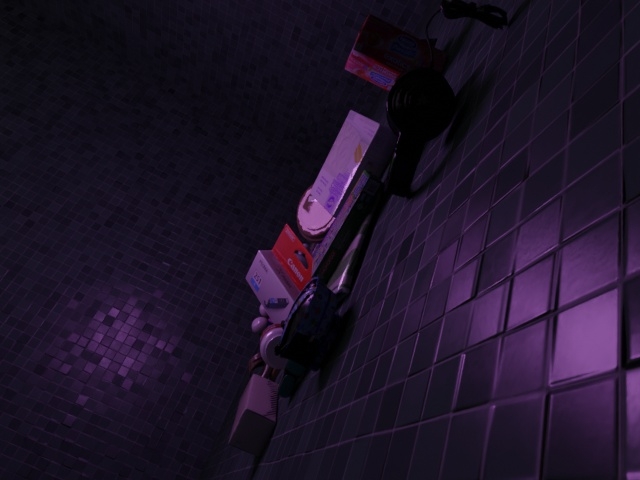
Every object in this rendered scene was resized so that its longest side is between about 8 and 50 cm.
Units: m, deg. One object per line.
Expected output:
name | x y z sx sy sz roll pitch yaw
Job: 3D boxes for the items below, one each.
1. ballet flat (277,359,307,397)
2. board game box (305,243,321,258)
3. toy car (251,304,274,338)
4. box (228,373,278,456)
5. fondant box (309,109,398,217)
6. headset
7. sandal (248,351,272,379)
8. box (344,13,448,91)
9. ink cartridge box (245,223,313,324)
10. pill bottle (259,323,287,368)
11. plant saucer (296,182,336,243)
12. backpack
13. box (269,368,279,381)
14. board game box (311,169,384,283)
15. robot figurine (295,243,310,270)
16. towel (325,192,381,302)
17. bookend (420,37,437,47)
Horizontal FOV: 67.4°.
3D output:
ballet flat | -0.066 0.327 1.216 0.168 0.057 0.052 -61 -4 25
board game box | 0.000 0.000 2.255 0.208 0.056 0.347 -60 4 -7
toy car | -0.183 0.345 1.990 0.136 0.159 0.182 -6 49 40
box | -0.186 0.492 1.382 0.113 0.094 0.275 -64 5 3
fondant box | 0.108 -0.251 1.619 0.330 0.096 0.238 -64 29 15
headset | 0.229 -0.274 0.976 0.243 0.185 0.394 -65 -12 -65
sandal | -0.212 0.434 1.735 0.120 0.086 0.303 -58 8 53
box | 0.215 -0.515 1.382 0.128 0.257 0.123 143 151 -80
ink cartridge box | -0.122 0.132 1.627 0.296 0.066 0.261 51 124 34
pill bottle | -0.122 0.319 1.446 0.121 0.121 0.216 -65 5 -8
plant saucer | 0.003 -0.125 1.899 0.278 0.041 0.278 -17 63 38
backpack | -0.014 0.176 1.063 0.173 0.117 0.158 -63 5 16
box | -0.128 0.388 1.735 0.201 0.021 0.164 -64 5 8
board game box | 0.071 -0.046 1.364 0.317 0.046 0.213 -60 6 11
robot figurine | -0.125 0.150 1.876 0.300 0.199 0.353 -65 5 -7
towel | 0.070 0.052 1.308 0.325 0.038 0.248 -65 6 -35
bookend | 0.314 -0.557 1.529 0.157 0.156 0.072 15 74 40
